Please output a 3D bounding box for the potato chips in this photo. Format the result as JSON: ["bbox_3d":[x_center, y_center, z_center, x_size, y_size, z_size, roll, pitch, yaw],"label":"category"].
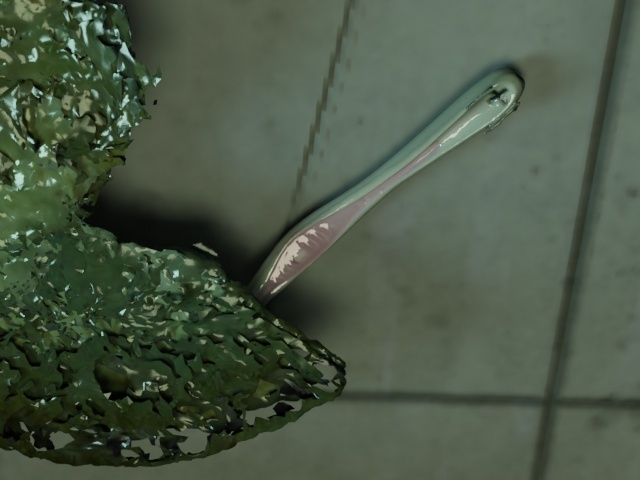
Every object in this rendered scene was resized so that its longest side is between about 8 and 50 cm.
[{"bbox_3d":[-0.099,0.006,0.638,0.202,0.029,0.220,0,127,15],"label":"potato chips"}]

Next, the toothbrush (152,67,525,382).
[{"bbox_3d":[0.000,0.000,0.653,0.204,0.022,0.017,-39,128,25],"label":"toothbrush"}]
